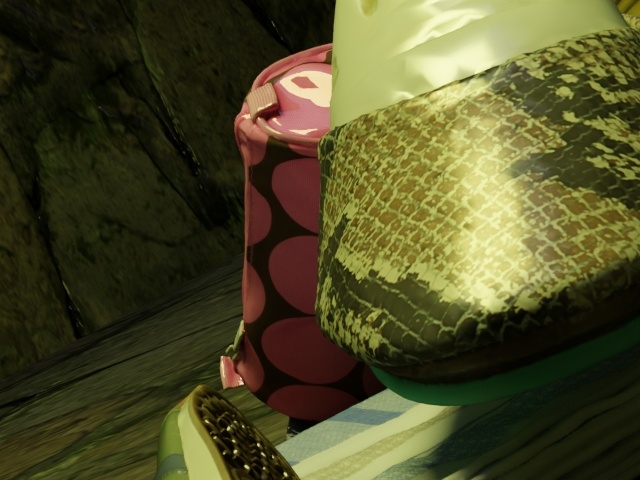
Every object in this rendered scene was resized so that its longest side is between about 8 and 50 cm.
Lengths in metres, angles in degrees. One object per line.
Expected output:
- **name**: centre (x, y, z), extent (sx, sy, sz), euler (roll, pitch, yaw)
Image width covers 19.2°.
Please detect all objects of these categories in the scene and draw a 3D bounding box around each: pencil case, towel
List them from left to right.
- **pencil case**: centre (0.000, 0.000, 0.937), extent (0.098, 0.209, 0.095), euler (2, 43, -2)
- **towel**: centre (0.042, 0.080, 0.725), extent (0.209, 0.034, 0.285), euler (-26, 3, -24)

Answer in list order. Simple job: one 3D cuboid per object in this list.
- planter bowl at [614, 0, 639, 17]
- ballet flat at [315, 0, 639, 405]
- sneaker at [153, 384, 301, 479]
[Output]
- **planter bowl**: centre (0.254, -0.126, 1.522), extent (0.090, 0.217, 0.217), euler (26, 34, 29)
- **ballet flat**: centre (0.086, -0.053, 0.789), extent (0.164, 0.182, 0.483), euler (-18, -1, 17)
- **sneaker**: centre (-0.042, 0.103, 0.527), extent (0.086, 0.064, 0.192), euler (-42, 14, 3)
